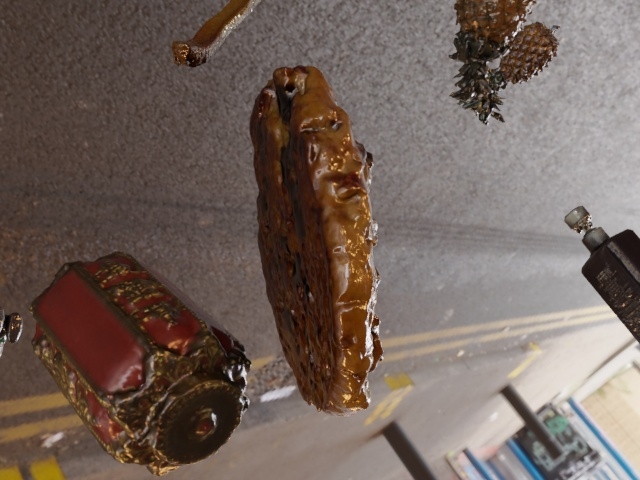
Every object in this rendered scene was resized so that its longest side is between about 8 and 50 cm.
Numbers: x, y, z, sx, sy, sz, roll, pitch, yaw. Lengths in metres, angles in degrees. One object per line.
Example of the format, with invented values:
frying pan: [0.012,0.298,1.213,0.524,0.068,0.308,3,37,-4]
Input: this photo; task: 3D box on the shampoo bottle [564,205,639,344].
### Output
shampoo bottle: [0.466,0.076,1.046,0.071,0.310,0.098,-26,156,-19]

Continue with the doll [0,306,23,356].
doll: [-0.596,0.162,1.112,0.194,0.153,0.258,22,148,-29]

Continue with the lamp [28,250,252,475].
lamp: [-0.192,0.121,0.758,0.177,0.274,0.177,-23,126,-35]

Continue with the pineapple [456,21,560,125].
pineapple: [0.351,-0.306,1.306,0.103,0.083,0.221,15,130,-40]

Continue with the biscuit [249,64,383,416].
biscuit: [-0.001,0.001,0.700,0.081,0.334,0.289,-8,171,-15]

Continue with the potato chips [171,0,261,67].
potato chips: [-0.089,-0.202,0.655,0.204,0.026,0.037,-64,174,-50]

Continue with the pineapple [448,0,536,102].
pineapple: [0.220,-0.275,0.947,0.108,0.108,0.198,-14,125,-39]
